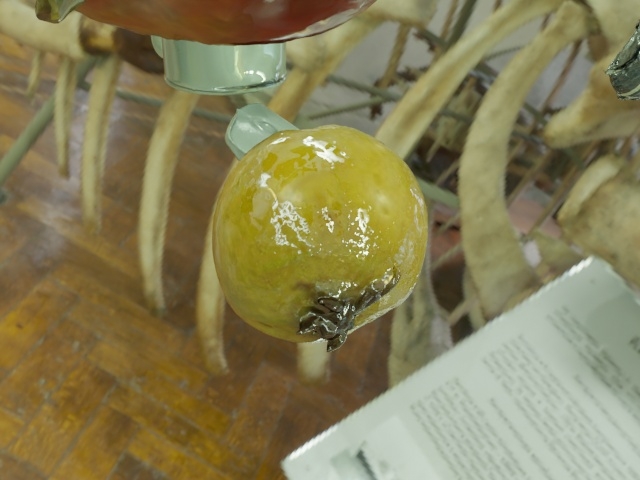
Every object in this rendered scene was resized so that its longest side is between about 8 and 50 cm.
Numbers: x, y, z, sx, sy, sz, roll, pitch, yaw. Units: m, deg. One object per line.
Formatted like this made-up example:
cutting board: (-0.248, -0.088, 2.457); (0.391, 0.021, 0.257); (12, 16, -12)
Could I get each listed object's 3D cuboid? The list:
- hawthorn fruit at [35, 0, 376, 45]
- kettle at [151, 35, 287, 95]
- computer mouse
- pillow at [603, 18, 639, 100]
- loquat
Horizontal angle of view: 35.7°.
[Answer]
hawthorn fruit: (-0.048, -0.212, 0.397); (0.275, 0.275, 0.300); (26, 70, -15)
kettle: (-0.173, -0.398, 1.491); (0.264, 0.318, 0.205); (7, 28, 14)
computer mouse: (-0.042, -0.113, 1.486); (0.231, 0.079, 0.128); (48, 38, -14)
pillow: (0.497, -0.234, 1.309); (0.335, 0.162, 0.092); (7, 27, -43)
loquat: (0.000, 0.000, 1.043); (0.243, 0.244, 0.244); (26, 26, -14)
